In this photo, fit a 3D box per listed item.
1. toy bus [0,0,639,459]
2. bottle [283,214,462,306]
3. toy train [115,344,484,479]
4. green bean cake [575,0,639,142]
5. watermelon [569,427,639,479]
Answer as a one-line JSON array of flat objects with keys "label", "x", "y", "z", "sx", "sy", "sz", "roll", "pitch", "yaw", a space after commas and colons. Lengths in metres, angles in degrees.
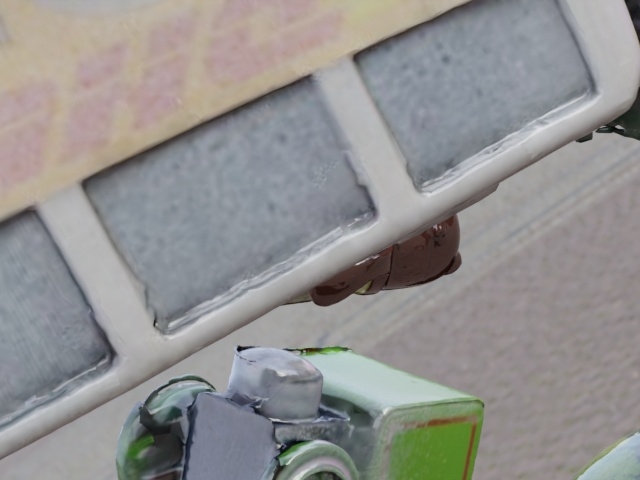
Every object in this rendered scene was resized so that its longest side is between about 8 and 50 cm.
[{"label": "toy bus", "x": -0.102, "y": -0.007, "z": 0.337, "sx": 0.342, "sy": 0.138, "sz": 0.097, "roll": -29, "pitch": 7, "yaw": -13}, {"label": "bottle", "x": 0.000, "y": 0.001, "z": 0.518, "sx": 0.101, "sy": 0.063, "sz": 0.047, "roll": -3, "pitch": -44, "yaw": -21}, {"label": "toy train", "x": -0.021, "y": 0.224, "z": 1.111, "sx": 0.173, "sy": 0.307, "sz": 0.248, "roll": 17, "pitch": 10, "yaw": 41}, {"label": "green bean cake", "x": 0.154, "y": -0.095, "z": 0.549, "sx": 0.208, "sy": 0.107, "sz": 0.193, "roll": 23, "pitch": 48, "yaw": 30}, {"label": "watermelon", "x": 0.253, "y": 0.243, "z": 0.945, "sx": 0.285, "sy": 0.285, "sz": 0.285, "roll": -35, "pitch": 6, "yaw": 4}]
